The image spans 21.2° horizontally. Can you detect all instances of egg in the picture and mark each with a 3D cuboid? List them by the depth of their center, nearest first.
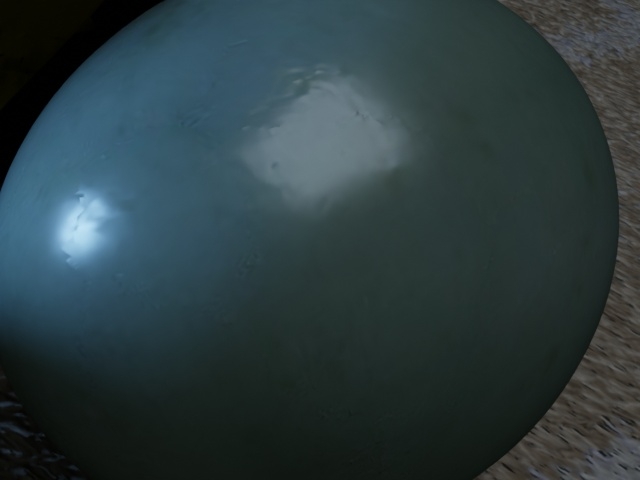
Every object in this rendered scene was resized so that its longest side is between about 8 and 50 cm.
[{"bbox_3d":[0.000,0.000,0.843,0.276,0.276,0.389,36,26,17],"label":"egg"}]

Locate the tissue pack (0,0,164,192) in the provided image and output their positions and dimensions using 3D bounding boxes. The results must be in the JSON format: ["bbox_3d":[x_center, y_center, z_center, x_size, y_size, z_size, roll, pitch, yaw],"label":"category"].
[{"bbox_3d":[-0.293,-0.169,0.889,0.416,0.264,0.253,6,29,-41],"label":"tissue pack"}]
